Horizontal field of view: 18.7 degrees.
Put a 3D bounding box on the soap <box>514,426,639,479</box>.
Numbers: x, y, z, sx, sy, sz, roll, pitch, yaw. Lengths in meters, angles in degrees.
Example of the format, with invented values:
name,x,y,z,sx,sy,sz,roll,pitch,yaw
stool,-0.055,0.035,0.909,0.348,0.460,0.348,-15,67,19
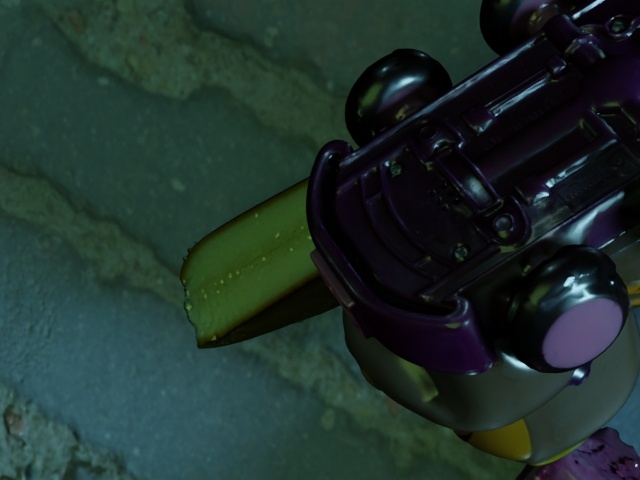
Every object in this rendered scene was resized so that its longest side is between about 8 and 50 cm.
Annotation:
name,x,y,z,sx,sy,sz,roll,pitch,yaw
soap,0.166,0.308,1.407,0.220,0.127,0.325,44,117,20

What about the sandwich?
name,x,y,z,sx,sy,sz,roll,pitch,yaw
sandwich,0.000,0.000,1.480,0.244,0.088,0.090,-31,73,34

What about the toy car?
name,x,y,z,sx,sy,sz,roll,pitch,yaw
toy car,0.168,-0.008,1.287,0.341,0.240,0.271,-32,47,-1
